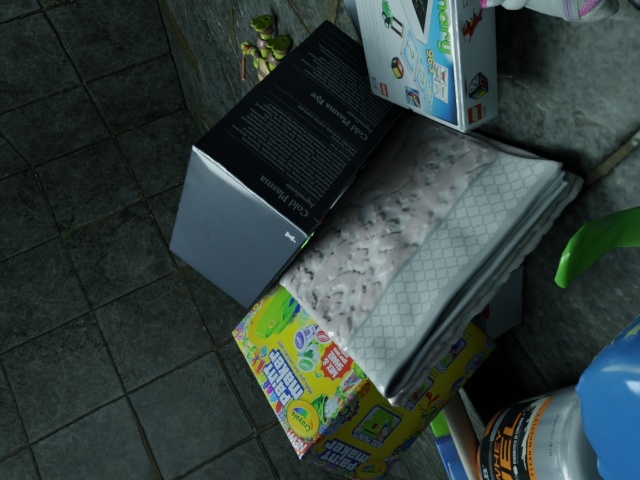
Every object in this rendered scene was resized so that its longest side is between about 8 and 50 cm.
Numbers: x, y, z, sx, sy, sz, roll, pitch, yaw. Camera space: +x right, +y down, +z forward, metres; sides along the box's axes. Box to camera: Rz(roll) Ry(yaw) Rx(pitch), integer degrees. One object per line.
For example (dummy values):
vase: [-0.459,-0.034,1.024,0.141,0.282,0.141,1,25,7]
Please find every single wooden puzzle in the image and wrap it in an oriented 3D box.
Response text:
wooden puzzle: [0.245,0.358,0.936,0.348,0.080,0.322,34,-145,-78]

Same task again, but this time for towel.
towel: [0.107,-0.006,0.655,0.053,0.332,0.317,37,-178,-34]

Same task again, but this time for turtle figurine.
turtle figurine: [-0.120,-0.410,1.206,0.217,0.087,0.270,116,136,-63]

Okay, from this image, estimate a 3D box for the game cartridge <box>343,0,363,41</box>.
game cartridge: [0.090,-0.366,0.600,0.196,0.060,0.294,63,166,-9]

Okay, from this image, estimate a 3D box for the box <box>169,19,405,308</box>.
box: [-0.059,-0.101,0.793,0.179,0.313,0.343,37,149,-3]

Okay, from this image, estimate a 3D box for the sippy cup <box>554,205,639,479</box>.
sippy cup: [0.300,0.096,0.306,0.240,0.224,0.305,66,166,-8]

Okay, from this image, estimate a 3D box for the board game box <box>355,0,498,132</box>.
board game box: [0.094,-0.283,0.516,0.193,0.053,0.306,46,158,51]

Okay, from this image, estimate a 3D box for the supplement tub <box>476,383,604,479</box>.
supplement tub: [0.322,0.285,0.624,0.194,0.193,0.316,59,165,20]

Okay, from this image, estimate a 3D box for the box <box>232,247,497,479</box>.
box: [0.052,0.155,0.785,0.177,0.279,0.290,38,-178,-37]

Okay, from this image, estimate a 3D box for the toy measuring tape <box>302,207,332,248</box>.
toy measuring tape: [0.000,0.000,1.089,0.122,0.121,0.330,64,167,-1]

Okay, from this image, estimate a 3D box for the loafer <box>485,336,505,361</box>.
loafer: [0.217,0.133,0.873,0.220,0.080,0.078,26,134,26]

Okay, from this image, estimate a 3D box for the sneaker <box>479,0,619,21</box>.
sneaker: [0.209,-0.250,0.309,0.252,0.111,0.103,123,159,-55]

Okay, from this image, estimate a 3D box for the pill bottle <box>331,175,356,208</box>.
pill bottle: [0.012,-0.131,1.128,0.131,0.131,0.229,59,165,17]

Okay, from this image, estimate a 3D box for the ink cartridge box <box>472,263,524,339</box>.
ink cartridge box: [0.229,0.053,0.792,0.175,0.072,0.128,47,160,48]
